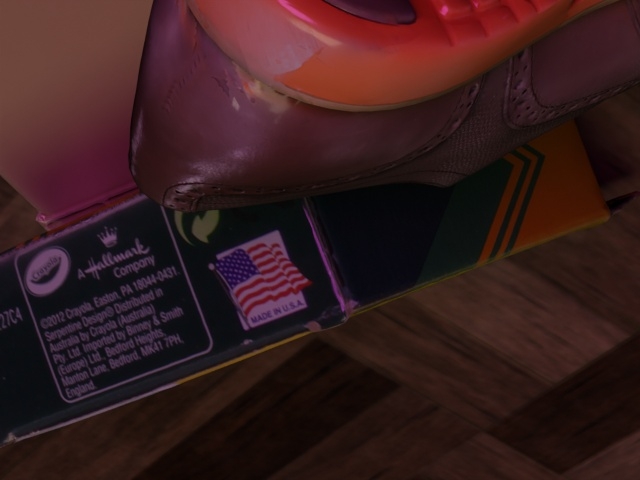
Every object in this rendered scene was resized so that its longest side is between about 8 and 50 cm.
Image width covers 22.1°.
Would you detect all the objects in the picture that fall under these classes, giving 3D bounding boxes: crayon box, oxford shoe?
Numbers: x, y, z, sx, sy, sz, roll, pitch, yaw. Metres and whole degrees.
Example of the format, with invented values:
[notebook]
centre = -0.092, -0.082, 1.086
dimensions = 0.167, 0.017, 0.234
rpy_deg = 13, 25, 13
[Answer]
[crayon box]
centre = 0.000, 0.000, 0.775
dimensions = 0.202, 0.318, 0.081
rpy_deg = -22, 87, 31
[oxford shoe]
centre = 0.077, -0.102, 0.606
dimensions = 0.364, 0.130, 0.132
rpy_deg = -18, 157, -39

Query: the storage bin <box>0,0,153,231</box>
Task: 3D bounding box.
[storage bin]
centre = -0.090, -0.160, 0.689
dimensions = 0.260, 0.123, 0.262
rpy_deg = -20, 129, 28
